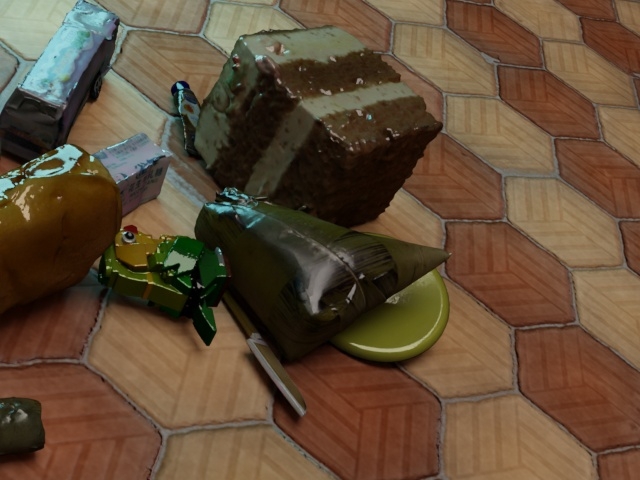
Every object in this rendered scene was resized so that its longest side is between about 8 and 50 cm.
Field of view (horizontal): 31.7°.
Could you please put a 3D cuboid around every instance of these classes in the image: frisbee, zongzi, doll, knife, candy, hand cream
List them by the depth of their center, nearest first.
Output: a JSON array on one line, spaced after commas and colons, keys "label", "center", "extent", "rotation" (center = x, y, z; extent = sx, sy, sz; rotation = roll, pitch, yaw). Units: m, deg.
[{"label": "doll", "center": [-0.212, 0.049, 1.540], "extent": [0.186, 0.106, 0.134], "rotation": [24, 49, -6]}, {"label": "knife", "center": [-0.087, 0.150, 1.566], "extent": [0.256, 0.022, 0.046], "rotation": [53, 12, 31]}, {"label": "zongzi", "center": [0.000, 0.000, 1.654], "extent": [0.300, 0.145, 0.274], "rotation": [-29, 64, -28]}, {"label": "candy", "center": [-0.297, -0.091, 1.661], "extent": [0.073, 0.092, 0.160], "rotation": [36, 36, 13]}, {"label": "frisbee", "center": [0.083, 0.080, 1.711], "extent": [0.236, 0.017, 0.236], "rotation": [7, 54, -9]}, {"label": "hand cream", "center": [-0.217, -0.204, 1.890], "extent": [0.062, 0.039, 0.163], "rotation": [18, 38, -41]}]

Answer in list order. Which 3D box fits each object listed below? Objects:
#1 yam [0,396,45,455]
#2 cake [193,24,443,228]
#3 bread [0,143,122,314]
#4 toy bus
[{"label": "yam", "center": [-0.478, 0.214, 1.206], "extent": [0.372, 0.083, 0.083], "rotation": [-3, 47, -36]}, {"label": "cake", "center": [-0.007, -0.177, 1.807], "extent": [0.282, 0.255, 0.290], "rotation": [-17, 62, -44]}, {"label": "bread", "center": [-0.400, 0.006, 1.404], "extent": [0.149, 0.195, 0.344], "rotation": [39, 40, 23]}, {"label": "toy bus", "center": [-0.399, -0.253, 1.746], "extent": [0.112, 0.138, 0.317], "rotation": [23, 39, -10]}]
